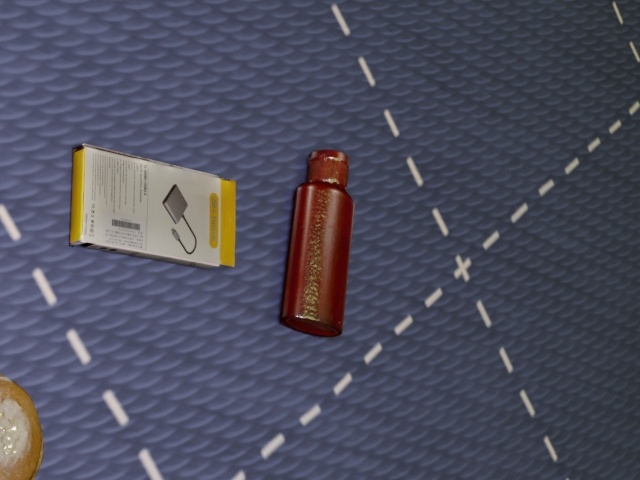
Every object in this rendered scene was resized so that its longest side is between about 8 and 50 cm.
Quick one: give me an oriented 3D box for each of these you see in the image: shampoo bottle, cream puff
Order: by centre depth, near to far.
[{"bbox_3d":[-0.384,0.223,1.560,0.150,0.115,0.165,49,42,-32],"label":"cream puff"},{"bbox_3d":[0.000,0.000,2.010,0.102,0.064,0.260,21,66,-38],"label":"shampoo bottle"}]

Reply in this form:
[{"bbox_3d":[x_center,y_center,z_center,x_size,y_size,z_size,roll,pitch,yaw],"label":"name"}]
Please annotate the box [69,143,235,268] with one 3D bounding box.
[{"bbox_3d":[-0.215,-0.038,1.840,0.247,0.033,0.129,13,71,-41],"label":"box"}]
